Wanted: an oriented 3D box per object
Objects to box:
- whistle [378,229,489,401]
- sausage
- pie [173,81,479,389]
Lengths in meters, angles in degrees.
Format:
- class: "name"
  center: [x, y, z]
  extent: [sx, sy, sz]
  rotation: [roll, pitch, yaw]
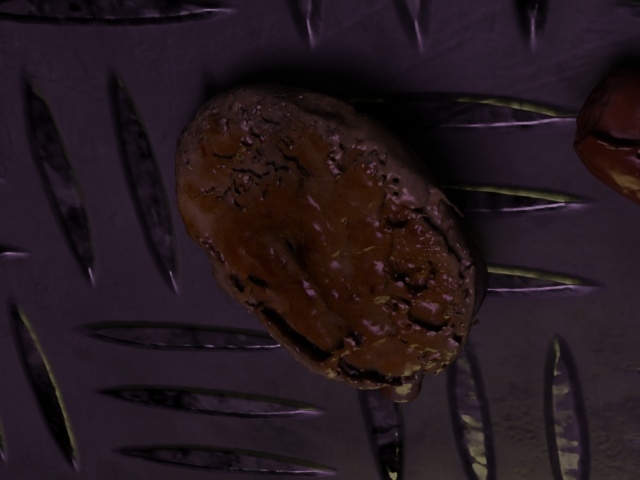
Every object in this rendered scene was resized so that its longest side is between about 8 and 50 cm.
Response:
- class: "whistle"
  center: [0.078, 0.051, 1.233]
  extent: [0.107, 0.057, 0.220]
  rotation: [25, 139, 17]
- class: "sausage"
  center: [0.358, 0.016, 1.078]
  extent: [0.419, 0.094, 0.094]
  rotation: [33, 87, -10]
- class: "pie"
  center: [0.000, 0.000, 1.171]
  extent: [0.274, 0.055, 0.274]
  rotation: [23, 135, 25]
